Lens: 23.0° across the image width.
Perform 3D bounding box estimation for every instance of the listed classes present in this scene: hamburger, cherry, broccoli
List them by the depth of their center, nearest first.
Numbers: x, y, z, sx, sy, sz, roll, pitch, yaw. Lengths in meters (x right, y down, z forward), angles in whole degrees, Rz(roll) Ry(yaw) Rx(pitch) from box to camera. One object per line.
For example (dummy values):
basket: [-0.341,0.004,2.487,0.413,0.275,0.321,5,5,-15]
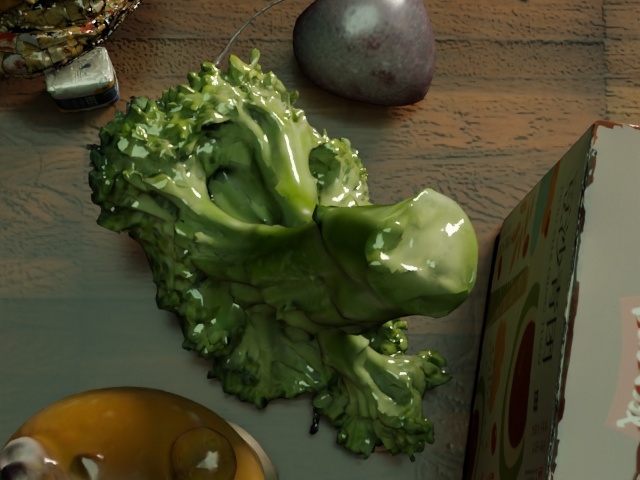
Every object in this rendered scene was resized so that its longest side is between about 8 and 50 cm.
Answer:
broccoli: [-0.033,-0.013,1.288,0.353,0.397,0.275,21,78,9]
hamburger: [-0.164,0.248,1.313,0.276,0.237,0.276,1,78,-4]
hamburger: [-0.259,-0.253,1.428,0.231,0.107,0.231,-11,45,11]
cherry: [0.022,-0.166,1.464,0.188,0.115,0.148,-46,124,-2]

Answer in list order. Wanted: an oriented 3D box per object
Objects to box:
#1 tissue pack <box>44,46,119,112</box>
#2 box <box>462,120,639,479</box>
tissue pack: [-0.220,-0.147,1.454,0.062,0.083,0.042,-9,81,-4]
box: [0.212,0.120,1.271,0.122,0.385,0.345,9,80,-2]
